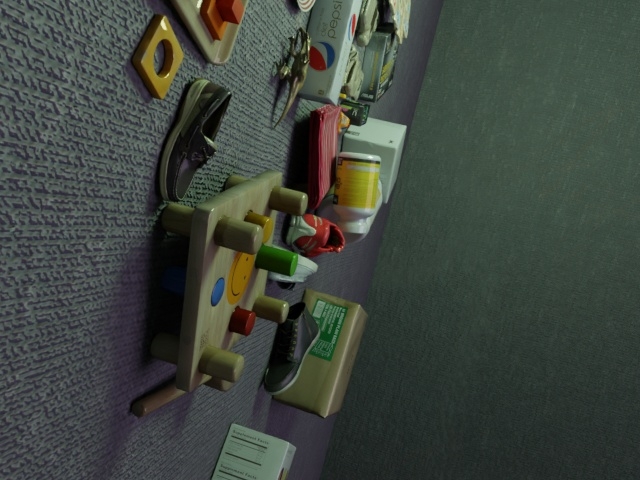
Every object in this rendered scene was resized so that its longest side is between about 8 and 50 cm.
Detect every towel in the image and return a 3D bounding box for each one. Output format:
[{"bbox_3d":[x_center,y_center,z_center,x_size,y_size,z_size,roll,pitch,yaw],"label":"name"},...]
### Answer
[{"bbox_3d":[0.012,-0.190,1.247,0.275,0.031,0.199,-59,154,-70],"label":"towel"}]

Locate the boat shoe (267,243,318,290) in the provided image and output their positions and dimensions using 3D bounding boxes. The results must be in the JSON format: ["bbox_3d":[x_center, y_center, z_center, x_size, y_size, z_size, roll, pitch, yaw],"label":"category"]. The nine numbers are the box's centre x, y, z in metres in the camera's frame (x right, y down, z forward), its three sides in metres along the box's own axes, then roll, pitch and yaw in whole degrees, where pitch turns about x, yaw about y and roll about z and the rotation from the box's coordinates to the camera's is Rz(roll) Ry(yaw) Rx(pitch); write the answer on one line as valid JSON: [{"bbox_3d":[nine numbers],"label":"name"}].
[{"bbox_3d":[-0.070,0.063,1.220,0.081,0.079,0.227,-65,163,-2],"label":"boat shoe"}]

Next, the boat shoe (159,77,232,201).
[{"bbox_3d":[-0.145,-0.115,0.677,0.056,0.049,0.152,28,78,-79],"label":"boat shoe"}]

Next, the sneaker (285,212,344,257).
[{"bbox_3d":[0.000,0.000,1.336,0.279,0.118,0.107,19,86,-78],"label":"sneaker"}]

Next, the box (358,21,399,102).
[{"bbox_3d":[0.174,-0.514,1.658,0.231,0.056,0.183,-56,158,-58],"label":"box"}]

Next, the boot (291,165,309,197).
[{"bbox_3d":[-0.032,-0.101,1.251,0.087,0.042,0.118,79,27,-65],"label":"boot"}]

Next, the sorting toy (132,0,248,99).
[{"bbox_3d":[-0.105,-0.309,0.629,0.196,0.047,0.347,49,57,-76],"label":"sorting toy"}]

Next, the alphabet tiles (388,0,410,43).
[{"bbox_3d":[0.212,-0.691,1.565,0.284,0.021,0.278,56,40,-63],"label":"alphabet tiles"}]

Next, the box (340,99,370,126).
[{"bbox_3d":[0.086,-0.323,1.468,0.083,0.062,0.052,-47,151,-66],"label":"box"}]

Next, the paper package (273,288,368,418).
[{"bbox_3d":[0.010,0.332,1.686,0.309,0.168,0.325,58,49,-75],"label":"paper package"}]

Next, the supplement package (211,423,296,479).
[{"bbox_3d":[-0.158,0.534,1.228,0.139,0.134,0.244,78,29,-66],"label":"supplement package"}]

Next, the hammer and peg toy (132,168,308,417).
[{"bbox_3d":[-0.130,0.095,0.820,0.266,0.127,0.361,-46,149,-67],"label":"hammer and peg toy"}]

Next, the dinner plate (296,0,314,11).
[{"bbox_3d":[-0.021,-0.443,0.929,0.141,0.017,0.141,15,90,-79],"label":"dinner plate"}]

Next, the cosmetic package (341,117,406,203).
[{"bbox_3d":[0.145,-0.232,1.644,0.151,0.151,0.183,-62,163,-51],"label":"cosmetic package"}]

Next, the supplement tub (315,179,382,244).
[{"bbox_3d":[0.082,-0.096,1.537,0.199,0.144,0.144,-60,161,-52],"label":"supplement tub"}]

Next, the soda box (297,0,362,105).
[{"bbox_3d":[0.015,-0.363,1.060,0.069,0.074,0.216,-5,109,-78],"label":"soda box"}]

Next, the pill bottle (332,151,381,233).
[{"bbox_3d":[0.083,-0.113,1.364,0.103,0.103,0.184,-23,120,-75],"label":"pill bottle"}]

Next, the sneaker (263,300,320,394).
[{"bbox_3d":[-0.087,0.258,1.410,0.222,0.083,0.118,-58,142,-35],"label":"sneaker"}]

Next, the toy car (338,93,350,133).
[{"bbox_3d":[0.049,-0.298,1.381,0.122,0.040,0.060,70,36,-71],"label":"toy car"}]

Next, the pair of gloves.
[{"bbox_3d":[0.088,-0.460,1.364,0.204,0.042,0.240,-38,144,-77],"label":"pair of gloves"}]

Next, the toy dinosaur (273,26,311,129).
[{"bbox_3d":[-0.039,-0.277,0.967,0.092,0.053,0.183,41,64,-79],"label":"toy dinosaur"}]
